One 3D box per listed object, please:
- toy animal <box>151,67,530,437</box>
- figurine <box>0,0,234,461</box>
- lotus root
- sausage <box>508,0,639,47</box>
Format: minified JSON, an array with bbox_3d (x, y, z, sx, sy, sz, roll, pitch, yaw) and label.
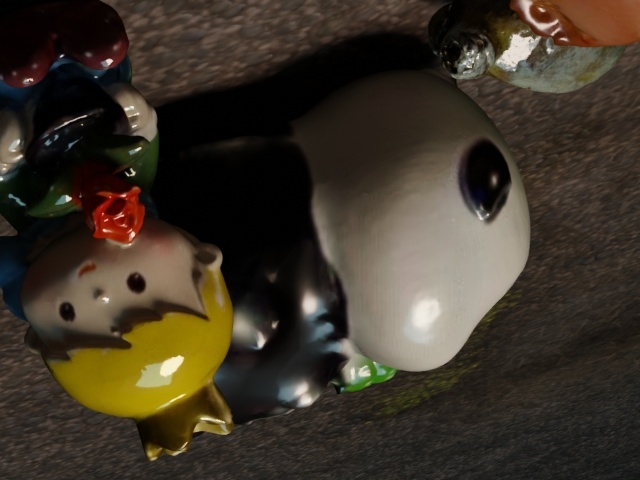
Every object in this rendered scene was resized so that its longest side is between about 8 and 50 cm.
[{"bbox_3d":[0.003,0.008,1.245,0.267,0.212,0.212,-13,162,-2],"label":"toy animal"},{"bbox_3d":[-0.112,-0.002,1.041,0.127,0.234,0.185,-10,159,-19],"label":"figurine"},{"bbox_3d":[0.127,-0.131,1.170,0.165,0.088,0.088,-11,160,-40],"label":"lotus root"},{"bbox_3d":[0.236,-0.218,1.022,0.097,0.094,0.348,29,135,-28],"label":"sausage"}]
